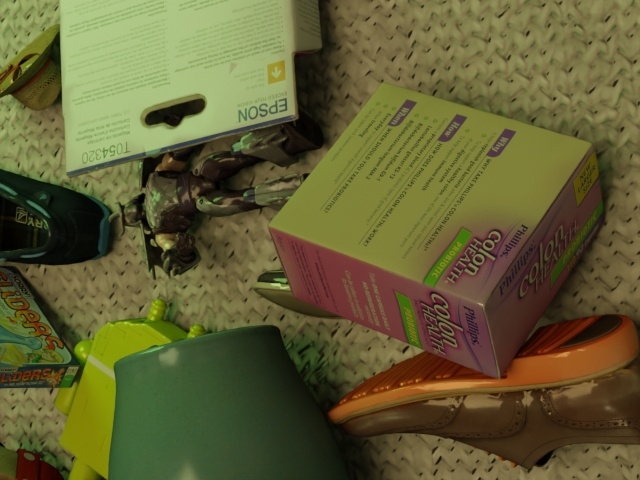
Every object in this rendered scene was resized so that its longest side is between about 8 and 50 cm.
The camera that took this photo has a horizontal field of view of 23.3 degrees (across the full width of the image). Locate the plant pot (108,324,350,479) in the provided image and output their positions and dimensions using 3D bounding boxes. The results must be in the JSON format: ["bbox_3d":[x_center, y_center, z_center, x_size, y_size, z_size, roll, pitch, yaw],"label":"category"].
[{"bbox_3d":[-0.106,0.229,1.631,0.272,0.272,0.255,-18,81,32],"label":"plant pot"}]

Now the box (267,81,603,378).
[{"bbox_3d":[0.115,-0.016,1.505,0.243,0.117,0.213,19,57,31],"label":"box"}]

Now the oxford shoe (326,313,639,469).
[{"bbox_3d":[0.161,0.174,1.548,0.364,0.130,0.132,-14,102,40],"label":"oxford shoe"}]

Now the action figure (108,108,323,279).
[{"bbox_3d":[-0.126,-0.060,1.729,0.285,0.099,0.185,-16,78,30],"label":"action figure"}]

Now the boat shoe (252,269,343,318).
[{"bbox_3d":[0.023,0.043,1.672,0.206,0.075,0.065,2,66,33],"label":"boat shoe"}]

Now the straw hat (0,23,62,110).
[{"bbox_3d":[-0.345,-0.192,1.883,0.144,0.144,0.061,-32,114,29],"label":"straw hat"}]

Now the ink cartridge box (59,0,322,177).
[{"bbox_3d":[-0.151,-0.252,1.732,0.324,0.071,0.330,-11,78,32],"label":"ink cartridge box"}]

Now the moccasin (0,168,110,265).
[{"bbox_3d":[-0.416,-0.039,1.905,0.342,0.117,0.137,1,92,32],"label":"moccasin"}]

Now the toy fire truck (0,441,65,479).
[{"bbox_3d":[-0.353,0.390,1.890,0.217,0.246,0.158,-60,19,19],"label":"toy fire truck"}]

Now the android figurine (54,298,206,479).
[{"bbox_3d":[-0.210,0.204,1.822,0.248,0.056,0.272,29,107,29],"label":"android figurine"}]

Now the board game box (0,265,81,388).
[{"bbox_3d":[-0.390,0.100,1.856,0.201,0.136,0.035,47,120,37],"label":"board game box"}]
